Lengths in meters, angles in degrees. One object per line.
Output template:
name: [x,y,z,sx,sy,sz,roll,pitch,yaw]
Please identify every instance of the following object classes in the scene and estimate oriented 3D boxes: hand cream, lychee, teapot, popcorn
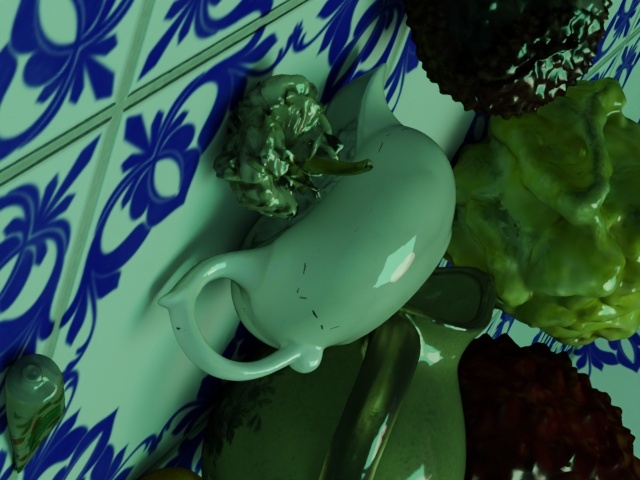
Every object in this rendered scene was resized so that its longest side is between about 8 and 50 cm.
hand cream: [-0.196,0.117,1.274,0.057,0.037,0.165,-53,170,-22]
lychee: [0.153,-0.194,1.537,0.188,0.188,0.188,-53,164,-22]
teapot: [0.000,0.000,1.463,0.208,0.166,0.299,-8,-152,50]
lychee: [0.172,0.330,2.114,0.500,0.424,0.424,-68,177,-51]
popcorn: [0.268,-0.025,2.054,0.312,0.312,0.312,-53,164,-22]

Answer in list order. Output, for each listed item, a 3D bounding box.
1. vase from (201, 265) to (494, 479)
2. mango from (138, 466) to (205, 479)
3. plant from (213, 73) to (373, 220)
vase: [0.035,0.150,1.643,0.329,0.241,0.302,-98,-149,-85]
mango: [-0.153,0.274,1.611,0.165,0.089,0.115,-54,174,-9]
plant: [-0.012,-0.063,1.353,0.116,0.122,0.104,64,46,-65]
